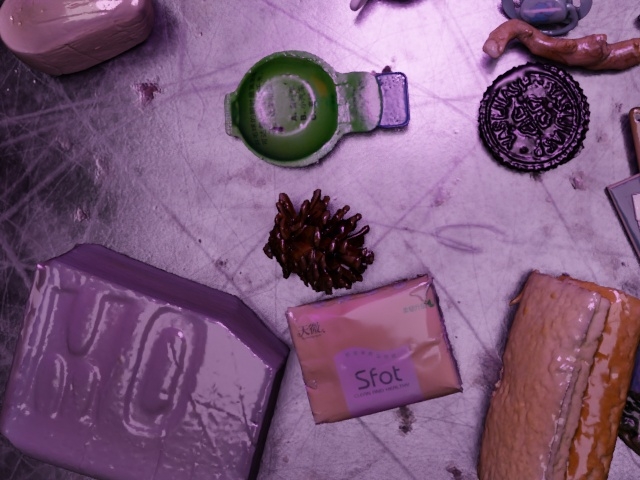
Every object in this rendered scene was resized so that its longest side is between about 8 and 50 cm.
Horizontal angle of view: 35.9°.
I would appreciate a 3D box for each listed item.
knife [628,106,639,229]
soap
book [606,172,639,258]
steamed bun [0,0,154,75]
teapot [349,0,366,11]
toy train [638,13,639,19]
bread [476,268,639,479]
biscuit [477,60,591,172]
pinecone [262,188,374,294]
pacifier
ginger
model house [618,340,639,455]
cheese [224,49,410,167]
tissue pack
[{"bbox_3d":[0.541,-0.073,1.639,0.047,0.017,0.298,-11,90,8],"label":"knife"},{"bbox_3d":[-0.283,0.231,1.653,0.435,0.213,0.350,19,91,4],"label":"soap"},{"bbox_3d":[0.706,-0.047,1.645,0.379,0.031,0.264,-23,89,5],"label":"book"},{"bbox_3d":[-0.412,-0.388,1.664,0.250,0.200,0.154,-23,87,2],"label":"steamed bun"},{"bbox_3d":[0.128,-0.484,1.659,0.159,0.116,0.245,32,91,-8],"label":"teapot"},{"bbox_3d":[0.575,-0.407,1.647,0.081,0.050,0.122,4,90,1],"label":"toy train"},{"bbox_3d":[0.374,0.242,1.583,0.165,0.236,0.375,13,93,-19],"label":"bread"},{"bbox_3d":[0.360,-0.207,1.666,0.194,0.053,0.194,0,91,6],"label":"biscuit"},{"bbox_3d":[-0.003,0.002,1.643,0.195,0.179,0.150,31,69,17],"label":"pinecone"},{"bbox_3d":[0.383,-0.410,1.652,0.150,0.127,0.116,-5,49,31],"label":"pacifier"},{"bbox_3d":[0.410,-0.320,1.627,0.288,0.089,0.075,7,79,-7],"label":"ginger"},{"bbox_3d":[0.613,0.264,1.531,0.321,0.266,0.261,15,94,2],"label":"model house"},{"bbox_3d":[-0.008,-0.228,1.685,0.320,0.083,0.204,-4,88,8],"label":"cheese"},{"bbox_3d":[0.091,0.180,1.659,0.257,0.123,0.215,-15,94,11],"label":"tissue pack"}]
